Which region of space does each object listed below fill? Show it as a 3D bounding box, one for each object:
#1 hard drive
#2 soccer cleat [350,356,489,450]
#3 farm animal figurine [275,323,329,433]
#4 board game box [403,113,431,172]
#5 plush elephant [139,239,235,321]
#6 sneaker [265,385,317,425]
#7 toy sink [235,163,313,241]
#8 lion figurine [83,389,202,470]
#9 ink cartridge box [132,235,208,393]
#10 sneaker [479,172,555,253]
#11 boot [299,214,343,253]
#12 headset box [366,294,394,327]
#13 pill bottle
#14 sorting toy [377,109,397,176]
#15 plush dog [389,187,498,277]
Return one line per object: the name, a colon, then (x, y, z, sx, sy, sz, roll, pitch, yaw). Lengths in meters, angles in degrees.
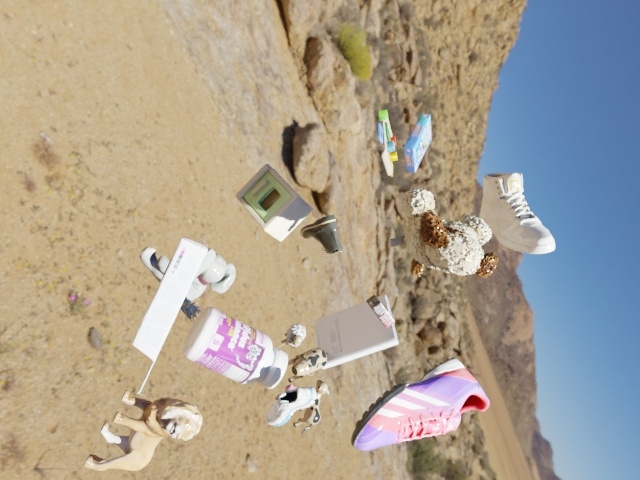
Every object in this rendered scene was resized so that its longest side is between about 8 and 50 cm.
hard drive: (0.148, 0.396, 2.032, 0.047, 0.352, 0.233, 50, 23, -45)
soccer cleat: (0.200, 0.335, 0.907, 0.116, 0.318, 0.109, 45, -45, 36)
farm animal figurine: (-0.062, 0.520, 1.827, 0.331, 0.172, 0.326, 58, 31, -5)
board game box: (0.436, -0.433, 2.084, 0.210, 0.047, 0.160, -60, 153, -22)
plush elephant: (-0.483, 0.115, 1.802, 0.330, 0.255, 0.272, 44, -14, 27)
sneaker: (-0.105, 0.476, 1.366, 0.082, 0.190, 0.071, 31, 26, -40)
toy sink: (-0.167, -0.141, 1.501, 0.234, 0.153, 0.131, 48, 4, 28)
lion figurine: (-0.546, 0.609, 1.445, 0.240, 0.392, 0.142, 30, 29, -20)
ink cartridge box: (-0.363, 0.148, 1.104, 0.071, 0.331, 0.324, 27, -5, -13)
sneaker: (0.510, -0.089, 1.237, 0.293, 0.107, 0.169, -119, -161, -63)
boot: (0.000, 0.000, 1.709, 0.076, 0.197, 0.137, -13, 82, -32)
headset box: (0.166, 0.197, 1.277, 0.083, 0.032, 0.062, 52, 2, -16)
pill bottle: (-0.257, 0.343, 1.449, 0.301, 0.169, 0.169, 32, 27, -21)
sorting toy: (0.285, -0.391, 1.909, 0.348, 0.047, 0.196, 52, 38, -63)
plush dog: (0.301, 0.013, 1.136, 0.262, 0.211, 0.225, 26, 5, -12)
